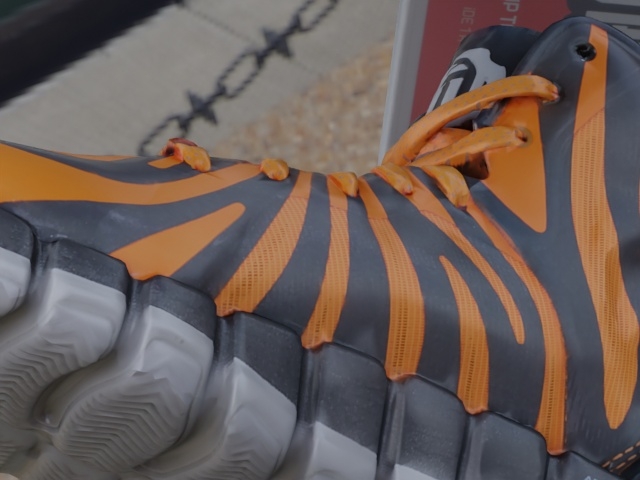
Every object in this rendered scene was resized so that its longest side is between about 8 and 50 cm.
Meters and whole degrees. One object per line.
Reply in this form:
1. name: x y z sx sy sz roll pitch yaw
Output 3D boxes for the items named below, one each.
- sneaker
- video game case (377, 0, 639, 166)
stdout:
1. sneaker: 0.000 0.000 0.513 0.124 0.321 0.180 -30 40 55
2. video game case: 0.172 -0.075 0.635 0.285 0.204 0.025 5 51 -1
